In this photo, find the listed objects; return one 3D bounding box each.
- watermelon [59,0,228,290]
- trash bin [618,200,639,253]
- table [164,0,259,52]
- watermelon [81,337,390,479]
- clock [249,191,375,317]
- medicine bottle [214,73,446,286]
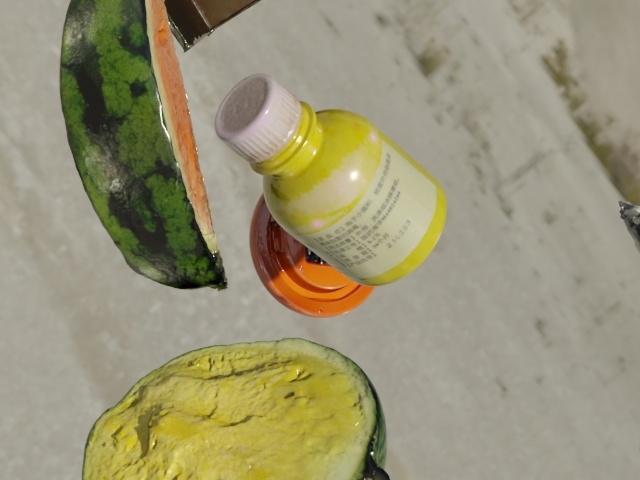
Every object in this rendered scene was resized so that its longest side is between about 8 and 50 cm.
[{"bbox_3d":[-0.107,-0.077,0.925,0.119,0.063,0.245,-35,111,-70],"label":"watermelon"},{"bbox_3d":[0.553,-0.066,1.668,0.296,0.368,0.256,36,-5,-29],"label":"trash bin"},{"bbox_3d":[-0.087,-0.362,1.635,0.196,0.250,0.282,58,10,-11],"label":"table"},{"bbox_3d":[-0.047,0.172,1.050,0.204,0.232,0.127,-70,154,-43],"label":"watermelon"},{"bbox_3d":[0.000,0.000,1.958,0.205,0.205,0.051,48,-25,-17],"label":"clock"},{"bbox_3d":[0.003,-0.058,1.275,0.212,0.122,0.122,37,17,-36],"label":"medicine bottle"}]
